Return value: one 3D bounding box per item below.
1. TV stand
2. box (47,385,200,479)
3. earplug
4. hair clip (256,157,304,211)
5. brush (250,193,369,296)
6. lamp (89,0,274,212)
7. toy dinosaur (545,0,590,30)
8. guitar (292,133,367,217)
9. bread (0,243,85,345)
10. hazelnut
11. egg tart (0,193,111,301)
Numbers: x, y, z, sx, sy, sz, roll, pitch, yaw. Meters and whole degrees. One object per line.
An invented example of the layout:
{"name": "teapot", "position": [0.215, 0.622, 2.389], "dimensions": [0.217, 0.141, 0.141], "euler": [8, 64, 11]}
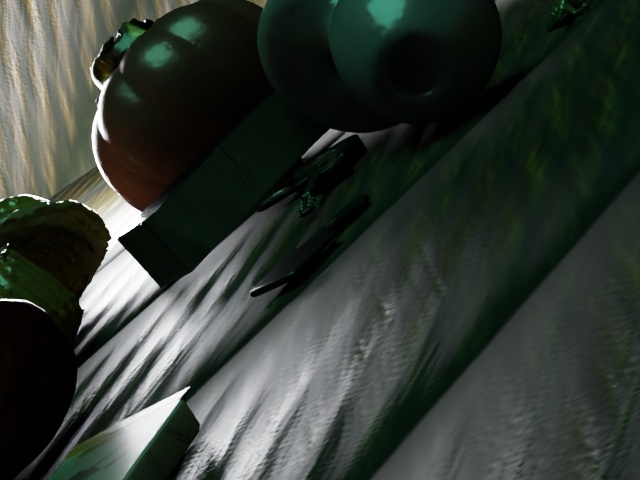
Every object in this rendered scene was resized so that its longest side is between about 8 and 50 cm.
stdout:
{"name": "TV stand", "position": [-0.109, -0.068, 2.058], "dimensions": [0.269, 0.083, 0.088], "euler": [-49, 13, -32]}
{"name": "box", "position": [-0.169, 0.192, 1.284], "dimensions": [0.129, 0.033, 0.247], "euler": [-29, 11, 25]}
{"name": "earplug", "position": [0.058, -0.205, 1.949], "dimensions": [0.175, 0.214, 0.325], "euler": [-47, 23, -25]}
{"name": "hair clip", "position": [-0.044, -0.062, 2.089], "dimensions": [0.054, 0.022, 0.137], "euler": [-32, 13, 14]}
{"name": "brush", "position": [0.000, 0.000, 1.693], "dimensions": [0.063, 0.016, 0.193], "euler": [-24, 14, 40]}
{"name": "lamp", "position": [-0.169, -0.177, 2.271], "dimensions": [0.305, 0.240, 0.305], "euler": [-49, -12, -14]}
{"name": "toy dinosaur", "position": [0.274, -0.255, 2.025], "dimensions": [0.060, 0.029, 0.119], "euler": [-46, 10, 26]}
{"name": "guitar", "position": [0.000, -0.062, 1.950], "dimensions": [0.088, 0.025, 0.233], "euler": [-30, 12, 15]}
{"name": "bread", "position": [-0.370, 0.116, 1.938], "dimensions": [0.240, 0.139, 0.240], "euler": [-35, 11, 8]}
{"name": "hazelnut", "position": [-0.322, 0.151, 1.610], "dimensions": [0.181, 0.180, 0.212], "euler": [-5, -10, -41]}
{"name": "egg tart", "position": [-0.385, 0.032, 2.153], "dimensions": [0.291, 0.107, 0.291], "euler": [-25, -25, -13]}
